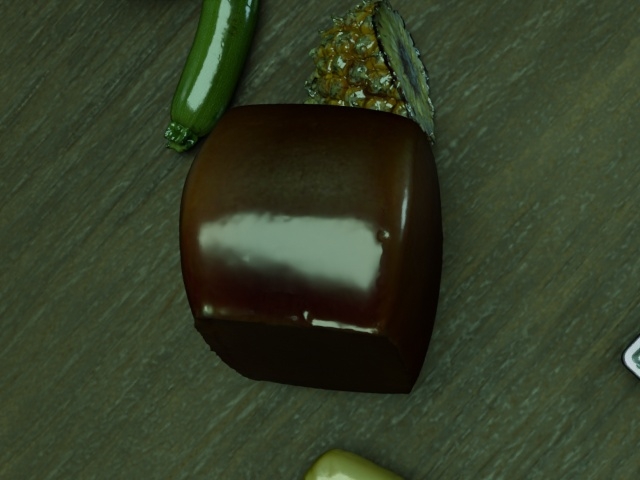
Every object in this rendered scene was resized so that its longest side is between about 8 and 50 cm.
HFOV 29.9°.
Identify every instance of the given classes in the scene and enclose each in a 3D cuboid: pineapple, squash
[{"bbox_3d":[0.034,-0.161,1.279,0.136,0.161,0.176,-20,79,18],"label":"pineapple"},{"bbox_3d":[-0.115,-0.220,1.353,0.069,0.069,0.258,15,88,11],"label":"squash"}]

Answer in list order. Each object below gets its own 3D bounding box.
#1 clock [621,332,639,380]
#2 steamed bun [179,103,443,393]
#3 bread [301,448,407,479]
[{"bbox_3d":[0.426,0.102,1.224,0.150,0.063,0.197,43,93,11],"label":"clock"},{"bbox_3d":[0.000,0.000,1.157,0.235,0.379,0.248,4,74,10],"label":"steamed bun"},{"bbox_3d":[0.106,0.328,1.241,0.305,0.091,0.142,25,81,12],"label":"bread"}]
